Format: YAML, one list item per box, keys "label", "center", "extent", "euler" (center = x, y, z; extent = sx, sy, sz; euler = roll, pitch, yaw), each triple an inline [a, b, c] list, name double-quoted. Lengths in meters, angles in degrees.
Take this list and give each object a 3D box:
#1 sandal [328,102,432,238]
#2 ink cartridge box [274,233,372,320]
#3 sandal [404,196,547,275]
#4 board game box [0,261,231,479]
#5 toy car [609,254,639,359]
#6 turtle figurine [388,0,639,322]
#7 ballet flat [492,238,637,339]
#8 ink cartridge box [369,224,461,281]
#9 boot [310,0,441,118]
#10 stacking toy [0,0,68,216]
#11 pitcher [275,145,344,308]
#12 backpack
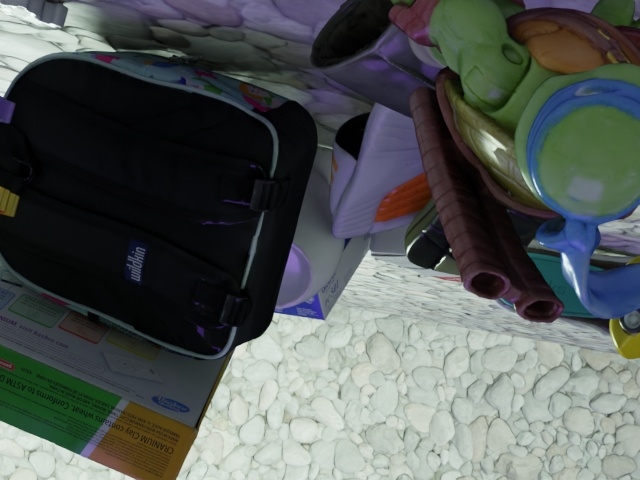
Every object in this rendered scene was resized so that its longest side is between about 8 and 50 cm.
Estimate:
- label: "sandal"
  center: [0.062, -0.086, 0.919]
  extent: [0.101, 0.076, 0.265]
  euler: [-12, 156, -14]
- label: "ink cartridge box"
  center: [0.000, 0.000, 1.187]
  extent: [0.097, 0.207, 0.046]
  euler: [7, 130, 25]
- label: "sandal"
  center: [0.159, -0.055, 0.883]
  extent: [0.120, 0.086, 0.303]
  euler: [23, 152, -18]
- label: "board game box"
  center: [-0.193, 0.071, 0.967]
  extent: [0.242, 0.064, 0.316]
  euler: [24, -160, -1]
- label: "toy car"
  center: [0.297, -0.036, 0.802]
  extent: [0.053, 0.239, 0.225]
  euler: [49, 170, 37]
- label: "turtle figurine"
  center: [0.118, -0.122, 0.458]
  extent: [0.197, 0.275, 0.266]
  euler: [-12, -169, 5]
- label: "ballet flat"
  center: [0.397, 0.073, 1.470]
  extent: [0.400, 0.139, 0.139]
  euler: [16, 171, -11]
- label: "ink cartridge box"
  center: [0.125, -0.015, 1.210]
  extent: [0.056, 0.099, 0.135]
  euler: [3, 170, 45]
- label: "boot"
  center: [0.127, -0.107, 0.678]
  extent: [0.208, 0.076, 0.189]
  euler: [36, 134, -29]
- label: "stacking toy"
  center: [-0.298, -0.109, 0.856]
  extent: [0.221, 0.167, 0.052]
  euler: [6, 169, 39]
- label: "pitcher"
  center: [-0.060, -0.033, 1.078]
  extent: [0.177, 0.125, 0.207]
  euler: [19, -148, -4]
- label: "backpack"
  center: [-0.141, -0.044, 0.897]
  extent: [0.253, 0.225, 0.191]
  euler: [17, -164, 11]
